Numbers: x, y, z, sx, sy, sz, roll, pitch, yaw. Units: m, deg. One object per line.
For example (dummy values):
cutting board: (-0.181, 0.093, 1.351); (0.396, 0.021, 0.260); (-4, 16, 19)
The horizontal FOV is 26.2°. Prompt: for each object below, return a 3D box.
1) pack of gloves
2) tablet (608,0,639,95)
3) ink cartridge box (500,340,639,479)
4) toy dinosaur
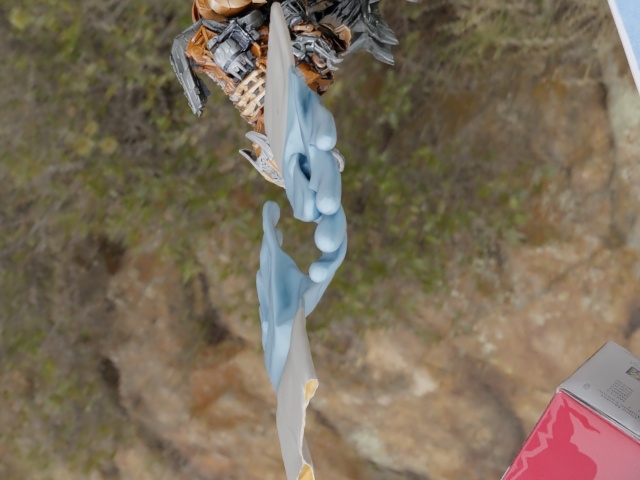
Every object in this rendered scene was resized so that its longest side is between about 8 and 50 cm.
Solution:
pack of gloves: (0.000, 0.000, 0.736); (0.046, 0.232, 0.195); (2, 116, -10)
tablet: (0.102, -0.037, 0.319); (0.054, 0.006, 0.083); (-17, 110, 19)
ink cartridge box: (0.220, 0.277, 1.304); (0.130, 0.272, 0.309); (34, 110, 17)
toy dinosaur: (-0.035, -0.210, 1.199); (0.164, 0.218, 0.321); (-175, 69, -73)
